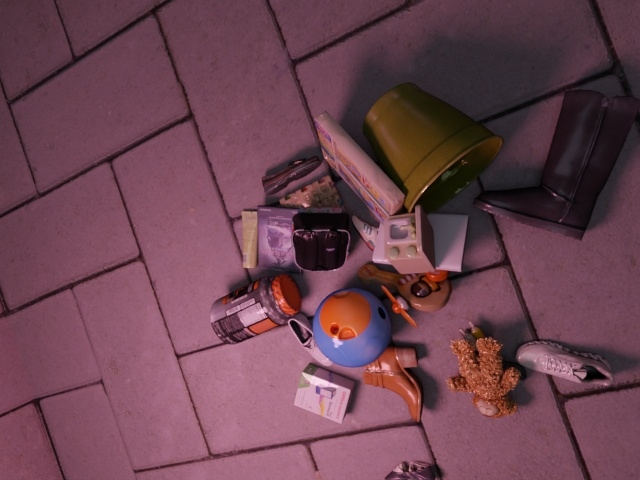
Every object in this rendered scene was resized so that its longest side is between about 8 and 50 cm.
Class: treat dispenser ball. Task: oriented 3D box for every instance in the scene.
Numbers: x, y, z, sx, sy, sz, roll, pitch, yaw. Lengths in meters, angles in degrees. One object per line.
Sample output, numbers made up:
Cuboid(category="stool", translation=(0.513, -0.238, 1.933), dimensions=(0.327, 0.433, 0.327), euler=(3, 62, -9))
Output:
Cuboid(category="treat dispenser ball", translation=(0.114, 0.317, 1.470), dimensions=(0.289, 0.288, 0.287), euler=(2, 95, 18))

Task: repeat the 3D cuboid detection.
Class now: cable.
Cuboid(category="cable", translation=(0.597, 0.427, 1.439), dimensions=(0.287, 0.072, 0.139), euler=(42, 104, 10))

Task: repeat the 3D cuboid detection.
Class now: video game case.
Cuboid(category="video game case", translation=(-0.166, -0.002, 1.646), dimensions=(0.196, 0.026, 0.273), euler=(6, 106, 17))

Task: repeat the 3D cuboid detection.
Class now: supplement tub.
Cuboid(category="supplement tub", translation=(-0.260, 0.275, 1.628), dimensions=(0.338, 0.207, 0.207), euler=(-26, 87, 17))

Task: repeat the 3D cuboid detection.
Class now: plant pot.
Cuboid(category="plant pot", translation=(0.336, -0.323, 1.339), dimensions=(0.366, 0.367, 0.352), euler=(-42, 70, 17))

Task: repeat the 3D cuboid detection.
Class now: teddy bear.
Cuboid(category="teddy bear", translation=(0.567, 0.482, 1.392), dimensions=(0.246, 0.113, 0.337), euler=(3, 111, 16))

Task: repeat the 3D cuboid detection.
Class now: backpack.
Cuboid(category="backpack", translation=(0.000, 0.000, 1.512), dimensions=(0.226, 0.191, 0.253), euler=(0, 133, 1))

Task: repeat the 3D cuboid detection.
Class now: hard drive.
Cuboid(category="hard drive", translation=(0.354, -0.003, 1.426), dimensions=(0.308, 0.040, 0.202), euler=(5, 68, 27))

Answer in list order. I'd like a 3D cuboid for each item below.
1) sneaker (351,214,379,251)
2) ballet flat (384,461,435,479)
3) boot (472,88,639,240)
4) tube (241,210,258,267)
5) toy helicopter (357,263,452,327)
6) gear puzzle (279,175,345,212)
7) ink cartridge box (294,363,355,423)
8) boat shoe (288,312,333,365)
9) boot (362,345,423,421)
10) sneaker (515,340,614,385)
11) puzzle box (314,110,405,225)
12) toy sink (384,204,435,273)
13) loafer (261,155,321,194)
Cuboid(category="sneaker", translation=(0.184, -0.040, 1.546), dimensions=(0.075, 0.057, 0.161), euler=(-34, 83, 1))
Cuboid(category="ballet flat", translation=(0.347, 0.908, 1.570), dimensions=(0.203, 0.074, 0.074), euler=(-15, 90, 24))
Cuboid(category="boot", translation=(0.744, -0.264, 1.289), dimensions=(0.368, 0.146, 0.444), euler=(17, 104, 6))
Cuboid(category="tube", translation=(-0.294, -0.004, 1.697), dimensions=(0.070, 0.062, 0.239), euler=(1, 91, -23))
Cuboid(category="toy helicopter", translation=(0.288, 0.171, 1.458), dimensions=(0.355, 0.140, 0.234), euler=(14, 55, 34))
Cuboid(category="gear puzzle", translation=(-0.068, -0.120, 1.621), dimensions=(0.339, 0.044, 0.175), euler=(-24, 96, 22))
Cuboid(category="ink cartridge box", translation=(0.017, 0.621, 1.631), dimensions=(0.213, 0.093, 0.154), euler=(16, 99, 14))
Cuboid(category="boat shoe", translation=(-0.043, 0.415, 1.635), dimensions=(0.258, 0.084, 0.095), euler=(45, 106, 9))
Cuboid(category="boot", translation=(0.272, 0.549, 1.532), dimensions=(0.221, 0.109, 0.283), euler=(-10, 90, 17))
Cuboid(category="sneaker", translation=(0.819, 0.416, 1.346), dimensions=(0.293, 0.118, 0.109), euler=(7, 99, 18))
Cuboid(category="puzzle box", translation=(0.134, -0.232, 1.392), dimensions=(0.052, 0.272, 0.408), euler=(-37, 72, -5))
Cuboid(category="toy sink", translation=(0.282, 0.003, 1.289), dimensions=(0.131, 0.234, 0.152), euler=(-7, 69, 23))
Cuboid(category="loafer", translation=(-0.127, -0.277, 1.600), dimensions=(0.268, 0.096, 0.084), euler=(-28, 80, 20))
